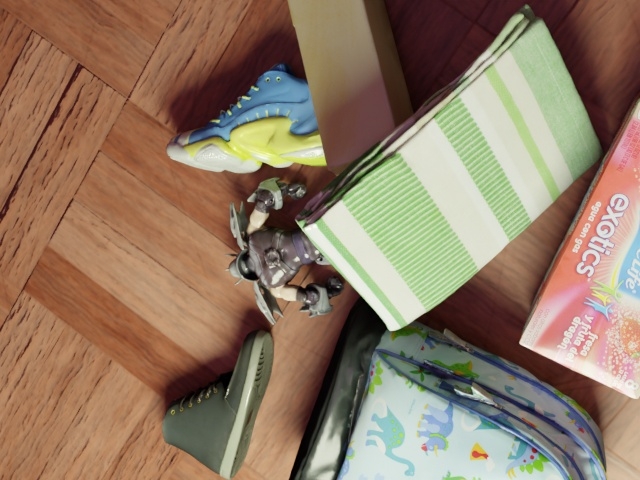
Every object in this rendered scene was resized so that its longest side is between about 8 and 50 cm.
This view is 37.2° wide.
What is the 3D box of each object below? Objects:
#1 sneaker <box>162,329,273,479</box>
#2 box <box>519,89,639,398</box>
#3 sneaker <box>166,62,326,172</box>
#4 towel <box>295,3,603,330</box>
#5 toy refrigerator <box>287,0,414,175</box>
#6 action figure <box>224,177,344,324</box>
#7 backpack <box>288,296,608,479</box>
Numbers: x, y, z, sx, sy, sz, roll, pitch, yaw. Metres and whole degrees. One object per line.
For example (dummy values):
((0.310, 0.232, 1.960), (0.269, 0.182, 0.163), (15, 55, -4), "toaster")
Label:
((-0.143, 0.208, 1.279), (0.118, 0.083, 0.222), (21, 108, 12), "sneaker")
((0.350, -0.002, 1.050), (0.142, 0.154, 0.300), (26, 106, 10), "box")
((-0.078, -0.154, 1.195), (0.240, 0.091, 0.126), (0, 83, 17), "sneaker")
((0.149, -0.063, 1.027), (0.325, 0.248, 0.038), (-43, 43, -2), "towel")
((0.033, -0.202, 1.078), (0.094, 0.102, 0.269), (-18, 73, 20), "toy refrigerator")
((0.000, 0.000, 1.190), (0.285, 0.099, 0.185), (-19, 102, 23), "action figure")
((0.162, 0.263, 1.131), (0.355, 0.273, 0.290), (20, 100, -1), "backpack")
